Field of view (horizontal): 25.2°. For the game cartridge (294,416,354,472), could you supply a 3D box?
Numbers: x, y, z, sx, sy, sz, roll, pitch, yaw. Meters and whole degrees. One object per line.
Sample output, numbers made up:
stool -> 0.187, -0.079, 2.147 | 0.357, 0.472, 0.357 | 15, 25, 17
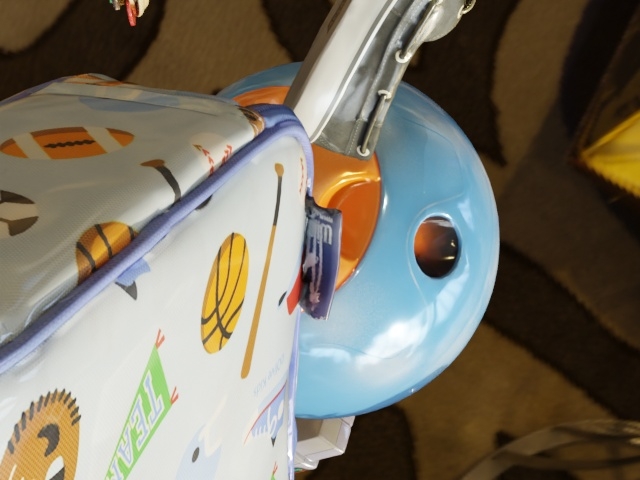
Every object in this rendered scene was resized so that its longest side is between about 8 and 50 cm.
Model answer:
game cartridge -> -0.071, 0.199, 1.812 | 0.068, 0.355, 0.230 | 33, 55, -29

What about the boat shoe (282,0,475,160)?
boat shoe -> 0.032, -0.088, 0.515 | 0.040, 0.142, 0.049 | 26, 35, -11

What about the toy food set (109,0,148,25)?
toy food set -> -0.125, -0.175, 0.881 | 0.020, 0.083, 0.083 | -18, 113, -12

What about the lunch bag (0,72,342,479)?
lunch bag -> -0.092, 0.085, 0.470 | 0.114, 0.303, 0.243 | 13, 114, 19

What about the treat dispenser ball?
treat dispenser ball -> 0.000, 0.000, 1.154 | 0.288, 0.288, 0.288 | 5, 75, -18
